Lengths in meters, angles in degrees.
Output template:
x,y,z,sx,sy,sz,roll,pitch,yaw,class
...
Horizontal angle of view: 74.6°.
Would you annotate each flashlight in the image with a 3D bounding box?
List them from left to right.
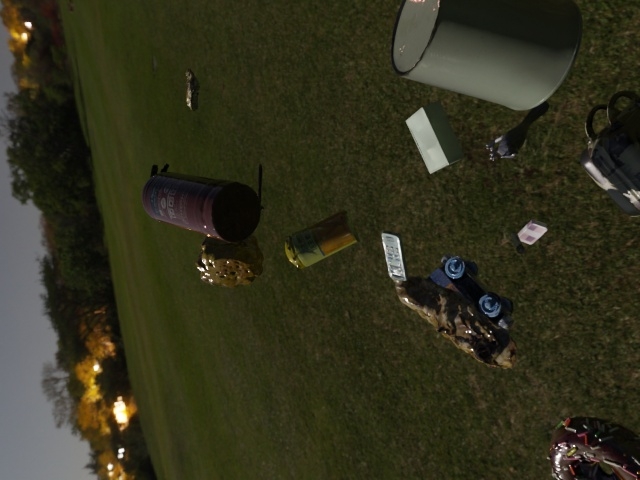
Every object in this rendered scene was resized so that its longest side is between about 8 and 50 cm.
x,y,z,sx,sy,sz,roll,pitch,yaw,class
0.556,0.007,1.187,0.083,0.019,0.018,-73,-12,-57,flashlight

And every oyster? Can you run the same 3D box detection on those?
x,y,z,sx,sy,sz,roll,pitch,yaw,class
-0.495,-0.581,1.629,0.108,0.053,0.165,66,-154,-76,oyster
0.353,0.229,1.161,0.396,0.111,0.204,38,162,37,oyster

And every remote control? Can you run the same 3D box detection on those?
x,y,z,sx,sy,sz,roll,pitch,yaw,class
0.171,0.035,0.960,0.053,0.018,0.124,15,130,44,remote control

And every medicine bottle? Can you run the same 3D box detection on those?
x,y,z,sx,sy,sz,roll,pitch,yaw,class
0.000,0.000,1.364,0.124,0.239,0.124,64,-175,-10,medicine bottle

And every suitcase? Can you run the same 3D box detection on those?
x,y,z,sx,sy,sz,roll,pitch,yaw,class
0.935,-0.277,1.232,0.339,0.352,0.194,50,157,5,suitcase

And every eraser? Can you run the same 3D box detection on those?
x,y,z,sx,sy,sz,roll,pitch,yaw,class
0.805,-0.032,1.597,0.105,0.065,0.026,108,-175,-52,eraser

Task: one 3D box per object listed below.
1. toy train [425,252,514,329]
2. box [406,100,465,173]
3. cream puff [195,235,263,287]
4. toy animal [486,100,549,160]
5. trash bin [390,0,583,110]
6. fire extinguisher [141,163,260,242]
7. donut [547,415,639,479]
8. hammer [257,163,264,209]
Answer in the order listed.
x,y,z,sx,sy,sz,roll,pitch,yaw,class
0.459,0.192,1.340,0.202,0.131,0.299,-50,49,21,toy train
0.424,-0.378,1.552,0.225,0.086,0.129,66,163,0,box
-0.321,0.066,1.503,0.244,0.244,0.196,149,130,-61,cream puff
0.744,-0.392,1.639,0.081,0.367,0.206,46,151,-8,toy animal
0.426,-0.501,1.068,0.280,0.433,0.280,-174,90,-74,trash bin
-0.272,-0.088,0.867,0.337,0.114,0.135,12,84,39,fire extinguisher
0.693,0.563,1.025,0.270,0.103,0.269,28,129,42,donut
-0.231,-0.198,1.583,0.021,0.065,0.178,10,102,27,hammer
